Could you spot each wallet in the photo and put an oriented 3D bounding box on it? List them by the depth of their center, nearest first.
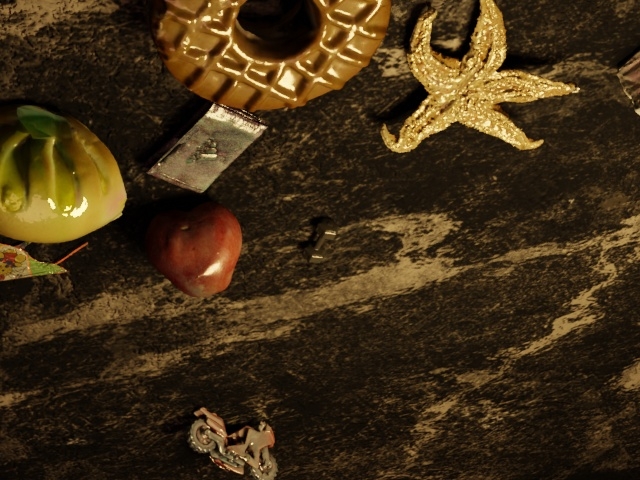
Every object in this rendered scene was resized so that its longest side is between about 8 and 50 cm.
[{"bbox_3d":[-0.169,-0.139,1.803,0.111,0.030,0.166,21,130,-42],"label":"wallet"}]

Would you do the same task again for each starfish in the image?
[{"bbox_3d":[0.236,-0.233,1.803,0.302,0.060,0.299,17,124,-26],"label":"starfish"}]

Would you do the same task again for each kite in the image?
[{"bbox_3d":[-0.453,0.000,1.888,0.244,0.006,0.198,-34,137,21],"label":"kite"}]

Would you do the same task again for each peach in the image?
[{"bbox_3d":[-0.191,0.014,1.884,0.152,0.152,0.152,-9,140,-8],"label":"peach"}]

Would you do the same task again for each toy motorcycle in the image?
[{"bbox_3d":[-0.165,0.384,2.361,0.212,0.118,0.084,32,142,-27],"label":"toy motorcycle"}]

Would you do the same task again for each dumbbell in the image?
[{"bbox_3d":[0.000,0.000,2.013,0.040,0.036,0.083,8,135,-23],"label":"dumbbell"}]

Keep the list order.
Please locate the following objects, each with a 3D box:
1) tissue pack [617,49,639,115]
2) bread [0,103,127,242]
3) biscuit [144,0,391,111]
[{"bbox_3d":[0.687,-0.228,1.908,0.288,0.124,0.394,-40,134,23],"label":"tissue pack"},{"bbox_3d":[-0.395,-0.083,1.695,0.261,0.156,0.158,2,139,-21],"label":"bread"},{"bbox_3d":[-0.067,-0.303,1.590,0.332,0.103,0.332,-10,141,-8],"label":"biscuit"}]
